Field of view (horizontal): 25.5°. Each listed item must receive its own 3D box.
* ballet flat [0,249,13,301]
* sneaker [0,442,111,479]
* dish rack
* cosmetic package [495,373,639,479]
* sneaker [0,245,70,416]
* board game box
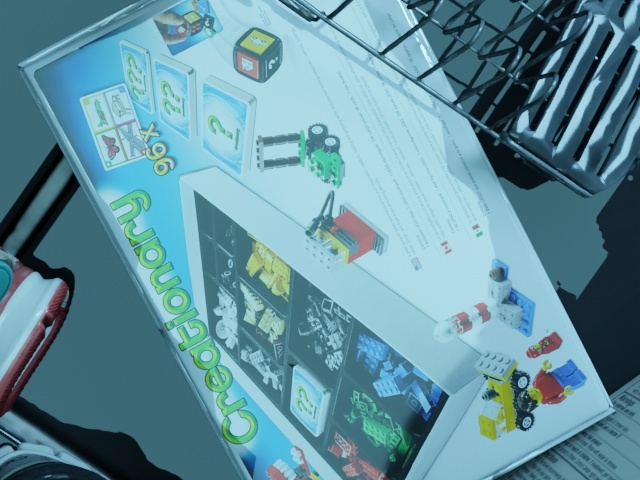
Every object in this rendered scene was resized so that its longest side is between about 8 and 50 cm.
[{"bbox_3d":[-0.222,0.048,0.662,0.168,0.057,0.052,-40,58,-12],"label":"ballet flat"},{"bbox_3d":[-0.099,0.157,0.733,0.170,0.075,0.063,24,91,-7],"label":"sneaker"},{"bbox_3d":[0.091,-0.158,0.697,0.271,0.074,0.208,33,74,-13],"label":"dish rack"},{"bbox_3d":[0.152,0.179,0.722,0.296,0.153,0.129,-36,98,-1],"label":"cosmetic package"},{"bbox_3d":[-0.236,0.086,0.723,0.128,0.087,0.221,32,78,2],"label":"sneaker"},{"bbox_3d":[0.000,0.000,0.743,0.193,0.053,0.305,-28,96,-4],"label":"board game box"}]
